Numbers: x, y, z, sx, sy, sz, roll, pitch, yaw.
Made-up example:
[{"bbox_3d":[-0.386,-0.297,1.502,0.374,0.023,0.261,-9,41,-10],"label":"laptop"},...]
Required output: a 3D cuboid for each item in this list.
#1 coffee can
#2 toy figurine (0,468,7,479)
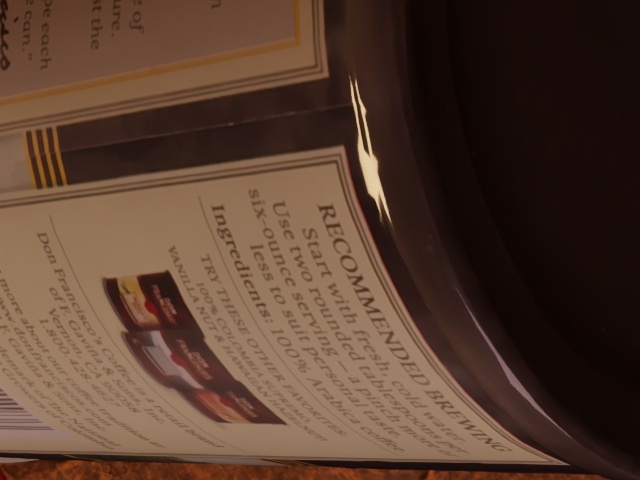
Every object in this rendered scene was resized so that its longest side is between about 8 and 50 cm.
[{"bbox_3d":[-0.008,-0.037,0.536,0.201,0.202,0.275,15,166,-42],"label":"coffee can"},{"bbox_3d":[-0.135,0.065,1.166,0.217,0.191,0.362,-9,157,-24],"label":"toy figurine"}]
